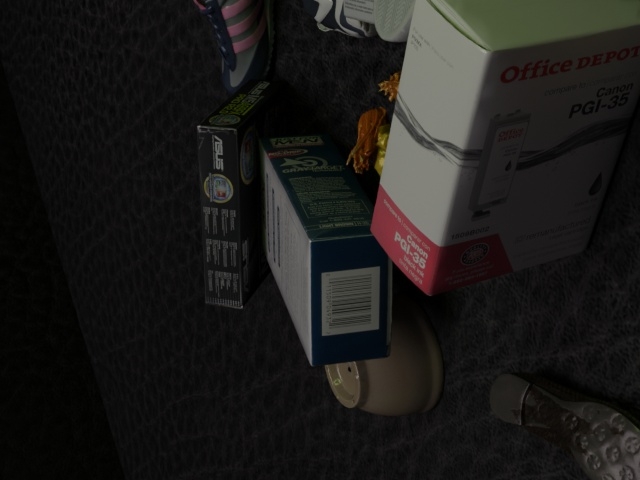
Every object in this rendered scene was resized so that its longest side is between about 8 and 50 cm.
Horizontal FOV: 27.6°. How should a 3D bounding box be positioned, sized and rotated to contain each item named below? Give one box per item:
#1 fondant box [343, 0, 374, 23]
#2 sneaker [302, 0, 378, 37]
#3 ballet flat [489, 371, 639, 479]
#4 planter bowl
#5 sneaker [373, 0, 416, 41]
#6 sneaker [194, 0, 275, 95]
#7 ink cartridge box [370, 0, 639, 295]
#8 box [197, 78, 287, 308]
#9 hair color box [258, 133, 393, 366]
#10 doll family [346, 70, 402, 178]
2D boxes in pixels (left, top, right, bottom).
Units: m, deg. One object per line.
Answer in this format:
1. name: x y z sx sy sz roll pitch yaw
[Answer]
1. fondant box: 0.111 -0.390 1.379 0.238 0.096 0.330 30 129 57
2. sneaker: 0.009 -0.362 1.599 0.153 0.094 0.235 4 116 55
3. ballet flat: 0.277 0.199 1.376 0.250 0.058 0.084 22 100 53
4. planter bowl: 0.072 0.159 1.704 0.162 0.109 0.162 39 135 53
5. sneaker: 0.166 -0.306 1.205 0.108 0.169 0.292 56 132 49
6. sneaker: -0.137 -0.338 1.868 0.112 0.131 0.319 51 144 42
7. ink cartridge box: 0.179 -0.107 1.241 0.117 0.207 0.283 52 146 39
8. box: -0.105 -0.070 1.863 0.216 0.060 0.270 -55 -32 -61
9. hair color box: 0.000 0.000 1.682 0.347 0.105 0.174 -118 25 -62
10. doll family: 0.110 -0.105 1.487 0.263 0.118 0.163 -39 66 62
